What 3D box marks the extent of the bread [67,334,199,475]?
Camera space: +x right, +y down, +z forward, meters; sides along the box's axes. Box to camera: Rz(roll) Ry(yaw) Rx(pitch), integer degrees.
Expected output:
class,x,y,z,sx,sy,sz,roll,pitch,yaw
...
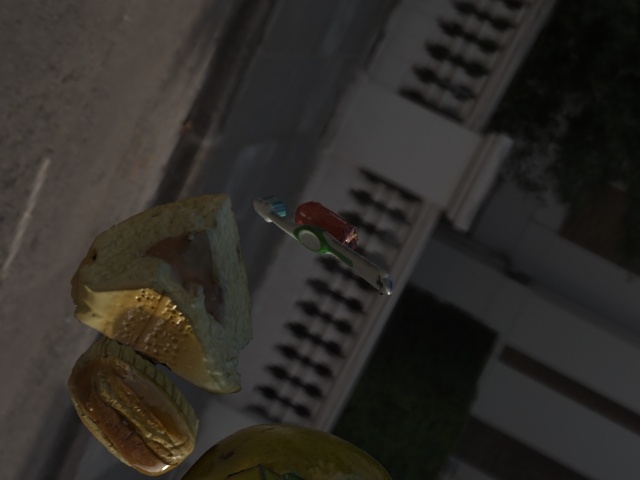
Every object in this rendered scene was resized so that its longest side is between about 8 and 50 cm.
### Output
class,x,y,z,sx,sy,sz,roll,pitch,yaw
bread,-0.300,0.269,1.924,0.140,0.236,0.106,-34,-160,16

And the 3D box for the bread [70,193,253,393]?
class,x,y,z,sx,sy,sz,roll,pitch,yaw
bread,-0.211,0.079,1.580,0.184,0.211,0.224,-70,151,-53

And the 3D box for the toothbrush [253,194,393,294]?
class,x,y,z,sx,sy,sz,roll,pitch,yaw
toothbrush,-0.005,0.001,1.793,0.040,0.418,0.042,-15,114,-22

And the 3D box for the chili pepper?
class,x,y,z,sx,sy,sz,roll,pitch,yaw
chili pepper,0.009,-0.025,2.264,0.070,0.123,0.073,-62,155,10

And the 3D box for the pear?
class,x,y,z,sx,sy,sz,roll,pitch,yaw
pear,-0.040,0.424,1.696,0.386,0.340,0.191,-13,173,-24

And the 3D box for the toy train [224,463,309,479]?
class,x,y,z,sx,sy,sz,roll,pitch,yaw
toy train,-0.053,0.309,1.420,0.060,0.081,0.202,-22,153,11
